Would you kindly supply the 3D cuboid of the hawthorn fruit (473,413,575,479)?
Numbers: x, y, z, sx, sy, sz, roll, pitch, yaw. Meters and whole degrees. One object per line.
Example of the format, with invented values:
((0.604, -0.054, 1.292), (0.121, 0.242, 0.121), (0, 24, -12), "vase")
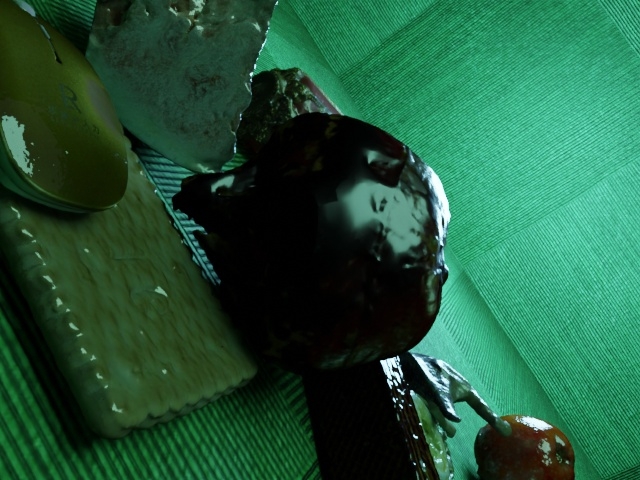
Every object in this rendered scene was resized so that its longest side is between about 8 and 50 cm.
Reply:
((0.360, 0.395, 1.076), (0.173, 0.172, 0.173), (49, 18, -22), "hawthorn fruit")

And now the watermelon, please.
((-0.174, -0.237, 0.747), (0.192, 0.232, 0.310), (11, 54, -18), "watermelon")

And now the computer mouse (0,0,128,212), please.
((-0.231, -0.129, 0.496), (0.126, 0.056, 0.245), (23, 33, -60), "computer mouse")

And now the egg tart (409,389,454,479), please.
((0.116, 0.273, 0.799), (0.197, 0.078, 0.197), (49, 20, -25), "egg tart")

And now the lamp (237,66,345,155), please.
((-0.035, -0.191, 1.112), (0.274, 0.177, 0.177), (36, 26, -44), "lamp")

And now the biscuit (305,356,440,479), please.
((0.040, 0.158, 0.748), (0.073, 0.107, 0.389), (43, 21, -39), "biscuit")

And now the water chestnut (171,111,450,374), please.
((0.000, 0.000, 0.649), (0.244, 0.289, 0.289), (32, 28, -55), "water chestnut")

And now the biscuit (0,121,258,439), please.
((-0.185, 0.002, 0.520), (0.325, 0.044, 0.217), (57, 19, 12), "biscuit")

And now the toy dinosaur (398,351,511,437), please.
((0.168, 0.225, 0.950), (0.162, 0.077, 0.294), (48, -14, -24), "toy dinosaur")
